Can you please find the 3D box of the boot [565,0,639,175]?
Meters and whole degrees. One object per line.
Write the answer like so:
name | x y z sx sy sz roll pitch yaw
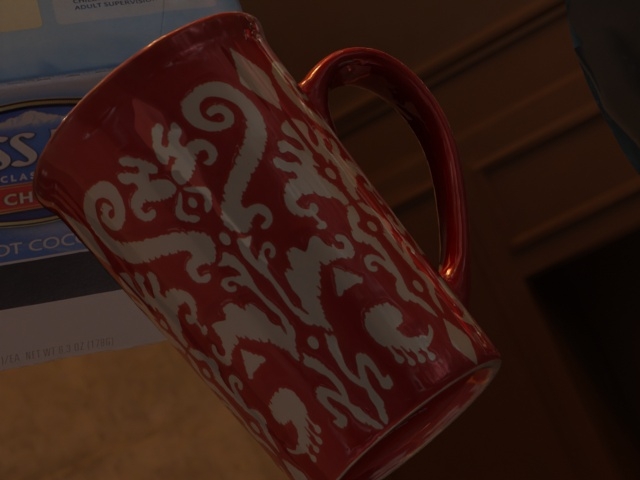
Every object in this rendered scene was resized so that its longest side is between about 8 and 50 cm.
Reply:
boot | 0.206 -0.002 0.304 0.146 0.445 0.367 -14 -80 -31

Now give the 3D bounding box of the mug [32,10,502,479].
mug | -0.003 -0.001 0.752 0.169 0.150 0.113 51 -179 15

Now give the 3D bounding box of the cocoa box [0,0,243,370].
cocoa box | -0.226 -0.076 1.102 0.228 0.347 0.231 94 163 -47
